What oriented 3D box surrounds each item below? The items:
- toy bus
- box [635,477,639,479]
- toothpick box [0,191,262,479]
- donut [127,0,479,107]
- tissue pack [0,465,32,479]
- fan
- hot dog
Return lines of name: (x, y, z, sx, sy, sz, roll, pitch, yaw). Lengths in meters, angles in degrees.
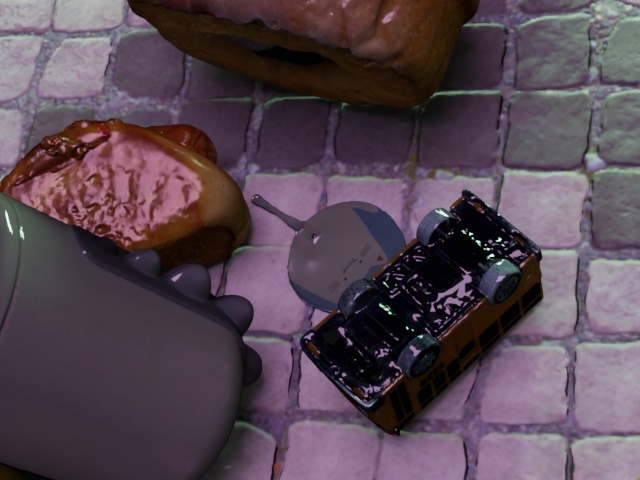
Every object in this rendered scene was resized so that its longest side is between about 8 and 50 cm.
toy bus: (0.088, 0.066, 1.278, 0.201, 0.114, 0.098, -42, 60, -12)
box: (0.360, 0.246, 1.149, 0.132, 0.034, 0.235, -33, 59, 0)
toothpick box: (-0.195, 0.095, 1.251, 0.229, 0.316, 0.229, -29, 48, 38)
donut: (-0.023, -0.230, 1.370, 0.317, 0.299, 0.150, 11, 81, 48)
tissue pack: (-0.298, 0.244, 1.304, 0.127, 0.123, 0.178, -33, 59, -9)
fan: (0.000, 0.000, 1.402, 0.175, 0.005, 0.113, 33, 78, 28)
hot dog: (-0.203, -0.026, 1.401, 0.256, 0.150, 0.153, -25, 69, 4)
